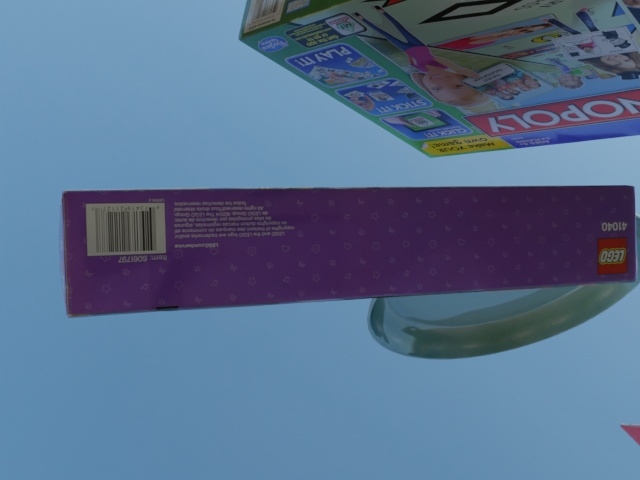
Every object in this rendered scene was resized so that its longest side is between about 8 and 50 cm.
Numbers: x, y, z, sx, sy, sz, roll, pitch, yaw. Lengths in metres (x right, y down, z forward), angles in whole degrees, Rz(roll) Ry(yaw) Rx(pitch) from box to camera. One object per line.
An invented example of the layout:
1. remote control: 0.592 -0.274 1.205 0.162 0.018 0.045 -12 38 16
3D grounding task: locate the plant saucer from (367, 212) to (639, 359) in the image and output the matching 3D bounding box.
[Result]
1. plant saucer: 0.203 0.043 0.817 0.318 0.317 0.043 -18 -122 9

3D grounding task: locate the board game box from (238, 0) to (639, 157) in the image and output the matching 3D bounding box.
1. board game box: 0.132 -0.121 0.442 0.317 0.214 0.046 -1 -109 47

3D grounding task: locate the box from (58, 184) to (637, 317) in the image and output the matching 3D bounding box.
1. box: 0.000 0.000 0.442 0.293 0.201 0.057 -2 -88 -19

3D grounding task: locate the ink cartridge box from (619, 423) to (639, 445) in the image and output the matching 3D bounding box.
1. ink cartridge box: 0.480 0.313 0.784 0.296 0.261 0.066 44 -111 2
